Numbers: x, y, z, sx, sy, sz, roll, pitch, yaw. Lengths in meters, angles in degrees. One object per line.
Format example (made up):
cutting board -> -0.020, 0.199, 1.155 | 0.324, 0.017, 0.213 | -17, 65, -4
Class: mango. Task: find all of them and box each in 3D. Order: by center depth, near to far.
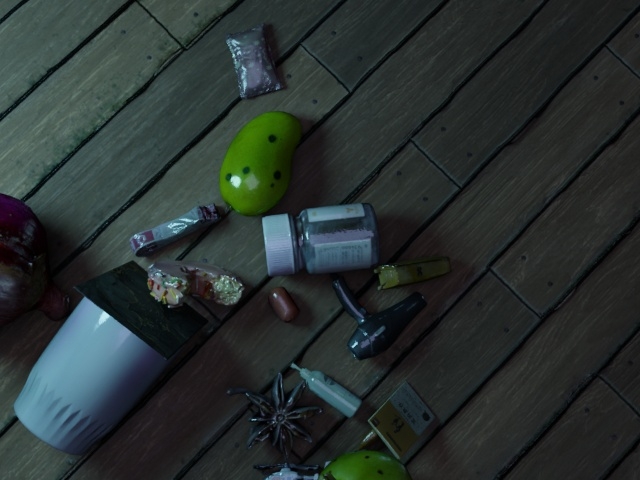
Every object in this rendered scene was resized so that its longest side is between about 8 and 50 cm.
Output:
mango -> -0.146, -0.196, 1.916 | 0.175, 0.143, 0.293 | 25, 74, -2

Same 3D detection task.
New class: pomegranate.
pomegranate -> 0.088, 0.600, 1.754 | 0.261, 0.341, 0.260 | -13, 61, 26

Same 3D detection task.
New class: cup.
cup -> -0.508, 0.287, 1.784 | 0.253, 0.253, 0.371 | 38, 85, 1

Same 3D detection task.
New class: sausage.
sausage -> -0.093, 0.159, 1.917 | 0.054, 0.059, 0.094 | -34, 89, 0

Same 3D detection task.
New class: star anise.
star anise -> -0.113, 0.416, 1.874 | 0.209, 0.089, 0.231 | -36, 92, -14

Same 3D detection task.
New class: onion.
onion -> -0.742, 0.078, 1.794 | 0.385, 0.348, 0.347 | 40, 81, -37

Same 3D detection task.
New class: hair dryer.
hair dryer -> 0.111, 0.138, 1.925 | 0.236, 0.091, 0.271 | -37, 83, -16

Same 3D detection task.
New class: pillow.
pillow -> -0.172, -0.463, 1.987 | 0.118, 0.043, 0.184 | -16, 85, -7

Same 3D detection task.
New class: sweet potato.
sweet potato -> 0.127, 0.484, 1.906 | 0.095, 0.034, 0.034 | -44, 88, -9

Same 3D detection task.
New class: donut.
donut -> -0.308, 0.105, 1.846 | 0.233, 0.199, 0.085 | 4, 102, -38

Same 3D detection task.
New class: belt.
belt -> -0.360, -0.028, 1.916 | 0.232, 0.071, 0.053 | -26, 70, -7

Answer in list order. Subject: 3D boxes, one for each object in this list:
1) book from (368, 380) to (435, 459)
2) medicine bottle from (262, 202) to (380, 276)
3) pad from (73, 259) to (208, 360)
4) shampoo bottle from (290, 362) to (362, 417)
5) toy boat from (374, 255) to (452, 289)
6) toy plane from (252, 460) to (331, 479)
book -> 0.199, 0.433, 1.876 | 0.118, 0.012, 0.172 | 51, 46, 3
medicine bottle -> 0.000, 0.000, 1.888 | 0.274, 0.165, 0.165 | -6, 84, -3
pad -> -0.391, 0.147, 1.753 | 0.248, 0.367, 0.007 | 39, 98, 0
shampoo bottle -> 0.008, 0.360, 1.903 | 0.195, 0.056, 0.056 | 35, 83, 0
toy boat -> 0.230, 0.076, 1.921 | 0.226, 0.088, 0.068 | -11, 89, -28
toy plane -> -0.065, 0.580, 1.878 | 0.197, 0.053, 0.078 | -3, 75, 1
